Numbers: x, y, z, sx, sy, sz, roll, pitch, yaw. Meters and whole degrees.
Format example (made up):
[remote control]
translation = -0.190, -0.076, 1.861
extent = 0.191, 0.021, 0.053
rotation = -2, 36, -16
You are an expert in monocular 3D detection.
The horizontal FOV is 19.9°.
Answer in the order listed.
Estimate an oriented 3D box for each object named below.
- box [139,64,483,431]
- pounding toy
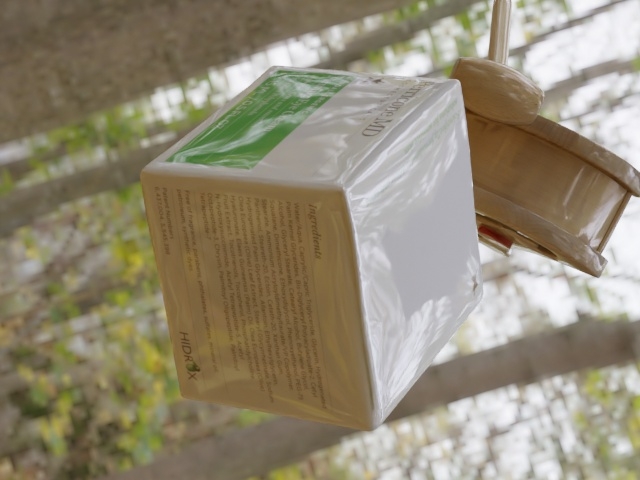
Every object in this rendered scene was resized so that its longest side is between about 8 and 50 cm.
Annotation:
[box]
translation = 0.000, 0.000, 0.686
extent = 0.101, 0.087, 0.102
rotation = -44, 134, -50
[pounding toy]
translation = 0.158, -0.071, 1.295
extent = 0.155, 0.154, 0.269
rotation = -62, 177, -4
